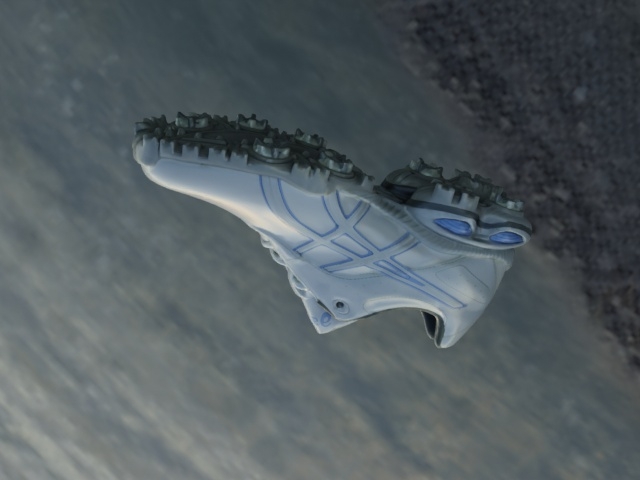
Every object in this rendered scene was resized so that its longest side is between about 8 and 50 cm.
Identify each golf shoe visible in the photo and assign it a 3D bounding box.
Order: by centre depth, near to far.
[{"bbox_3d":[0.000,0.000,0.565,0.176,0.086,0.069,15,-164,-15],"label":"golf shoe"}]
